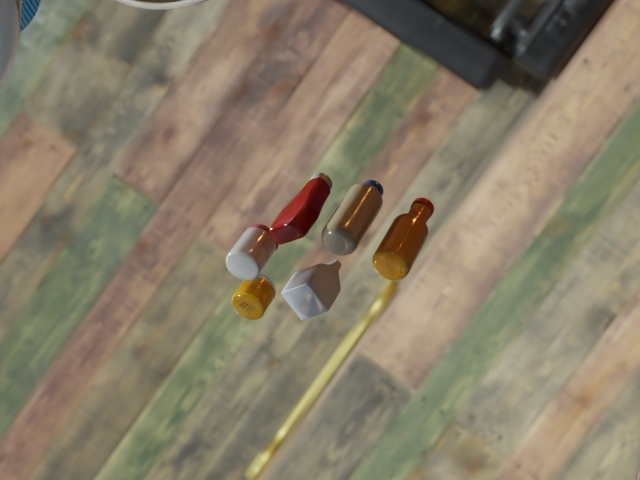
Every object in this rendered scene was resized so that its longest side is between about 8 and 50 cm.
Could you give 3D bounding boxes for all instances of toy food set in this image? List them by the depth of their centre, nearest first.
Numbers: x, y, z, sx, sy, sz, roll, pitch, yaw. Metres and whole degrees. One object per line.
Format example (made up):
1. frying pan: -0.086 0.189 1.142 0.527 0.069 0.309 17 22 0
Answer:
1. toy food set: 0.000 0.000 1.486 0.232 0.111 0.104 -22 24 40

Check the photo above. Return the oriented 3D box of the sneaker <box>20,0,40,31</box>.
1. sneaker: -0.404 -0.273 1.700 0.228 0.087 0.092 -45 42 39

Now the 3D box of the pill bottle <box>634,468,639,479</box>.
1. pill bottle: 0.341 0.205 1.200 0.130 0.130 0.245 -55 -16 -16

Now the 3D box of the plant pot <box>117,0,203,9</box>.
1. plant pot: -0.078 -0.342 1.288 0.256 0.256 0.274 -55 -15 24

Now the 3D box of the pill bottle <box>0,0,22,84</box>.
1. pill bottle: -0.377 -0.238 1.265 0.224 0.224 0.392 -55 28 33
